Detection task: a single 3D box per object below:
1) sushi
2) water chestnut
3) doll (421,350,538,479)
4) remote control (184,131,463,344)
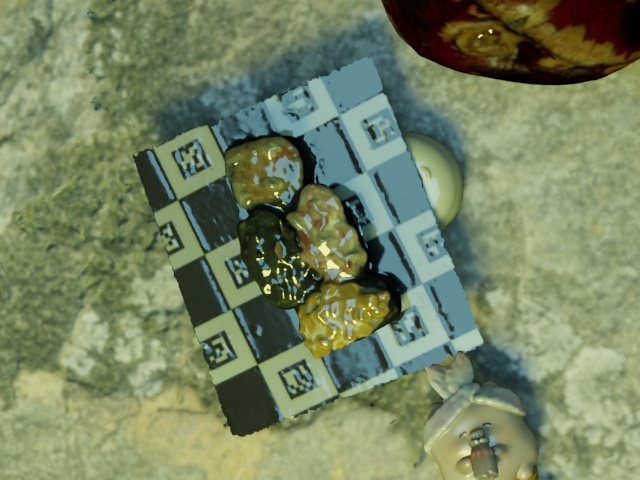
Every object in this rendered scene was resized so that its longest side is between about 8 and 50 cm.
[{"bbox_3d":[-0.019,0.008,1.027,0.192,0.050,0.215,-22,88,13],"label":"sushi"},{"bbox_3d":[0.139,-0.205,0.939,0.238,0.223,0.224,-5,91,44],"label":"water chestnut"},{"bbox_3d":[0.108,0.139,1.031,0.073,0.084,0.127,-27,94,11],"label":"doll"},{"bbox_3d":[0.000,0.000,1.070,0.221,0.042,0.078,-31,87,11],"label":"remote control"}]
